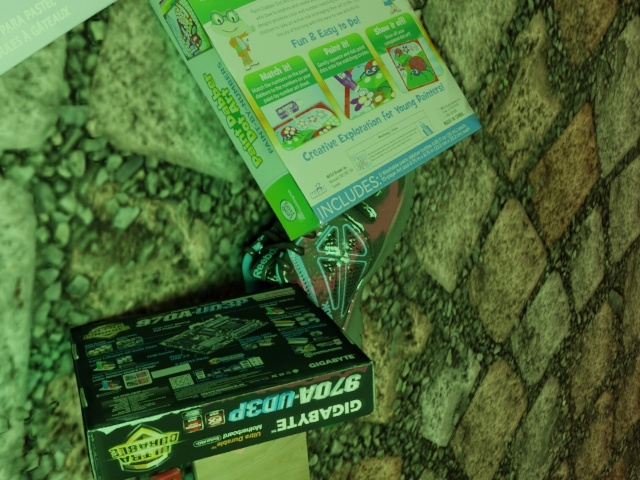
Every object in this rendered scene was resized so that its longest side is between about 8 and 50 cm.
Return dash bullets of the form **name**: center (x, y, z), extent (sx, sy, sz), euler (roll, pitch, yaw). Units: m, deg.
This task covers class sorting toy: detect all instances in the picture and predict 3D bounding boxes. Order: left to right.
- **sorting toy**: center (-0.088, 0.257, 0.811), extent (0.275, 0.046, 0.132), euler (-19, 116, -31)

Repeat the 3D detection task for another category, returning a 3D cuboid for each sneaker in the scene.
- **sneaker**: center (0.000, 0.000, 0.777), extent (0.140, 0.125, 0.340), euler (9, 94, -47)

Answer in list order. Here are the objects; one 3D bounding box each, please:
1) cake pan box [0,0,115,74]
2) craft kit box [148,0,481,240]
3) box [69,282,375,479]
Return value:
- **cake pan box**: center (-0.210, -0.150, 0.404), extent (0.267, 0.246, 0.070), euler (-46, 132, -29)
- **craft kit box**: center (0.008, -0.161, 0.697), extent (0.250, 0.061, 0.246), euler (-31, 94, -37)
- **box**: center (-0.089, 0.107, 0.619), extent (0.220, 0.175, 0.051), euler (-11, 112, -20)
